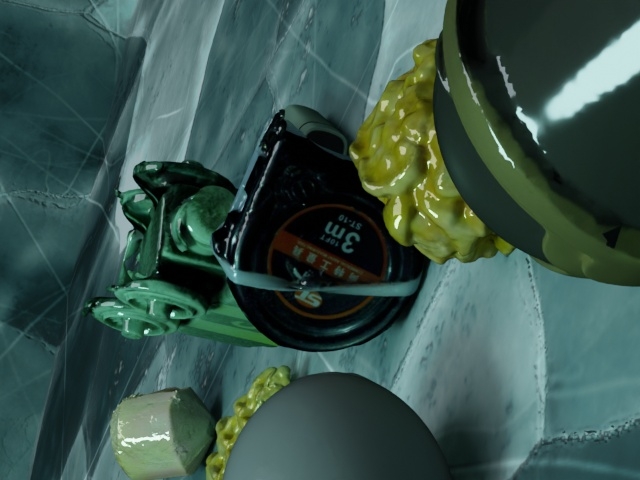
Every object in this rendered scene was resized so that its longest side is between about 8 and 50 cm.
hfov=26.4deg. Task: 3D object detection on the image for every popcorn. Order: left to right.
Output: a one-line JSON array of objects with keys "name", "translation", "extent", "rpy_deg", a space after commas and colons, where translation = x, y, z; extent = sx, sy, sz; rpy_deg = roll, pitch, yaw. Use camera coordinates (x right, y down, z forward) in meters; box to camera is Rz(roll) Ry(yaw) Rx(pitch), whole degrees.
[{"name": "popcorn", "translation": [0.096, -0.070, 1.051], "extent": [0.163, 0.140, 0.194], "rpy_deg": [-39, 37, 53]}]

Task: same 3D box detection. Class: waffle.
[{"name": "waffle", "translation": [-0.073, 0.260, 1.411], "extent": [0.250, 0.056, 0.261], "rpy_deg": [132, 146, -56]}]

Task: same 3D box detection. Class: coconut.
[{"name": "coconut", "translation": [-0.188, 0.236, 1.683], "extent": [0.116, 0.122, 0.116], "rpy_deg": [-11, -90, -81]}]

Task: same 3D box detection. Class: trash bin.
[{"name": "trash bin", "translation": [-0.021, -0.085, 1.534], "extent": [0.130, 0.059, 0.116], "rpy_deg": [-126, 54, -69]}, {"name": "trash bin", "translation": [0.184, -0.102, 0.690], "extent": [0.334, 0.214, 0.214], "rpy_deg": [-39, 39, 55]}]

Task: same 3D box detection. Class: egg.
[{"name": "egg", "translation": [0.015, 0.211, 0.992], "extent": [0.176, 0.176, 0.232], "rpy_deg": [122, 149, -41]}]

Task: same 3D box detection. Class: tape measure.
[{"name": "tape measure", "translation": [-0.002, 0.004, 1.206], "extent": [0.181, 0.182, 0.107], "rpy_deg": [-59, 18, 12]}]

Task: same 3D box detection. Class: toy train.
[{"name": "toy train", "translation": [-0.105, 0.026, 1.402], "extent": [0.299, 0.238, 0.167], "rpy_deg": [150, 132, -68]}]
